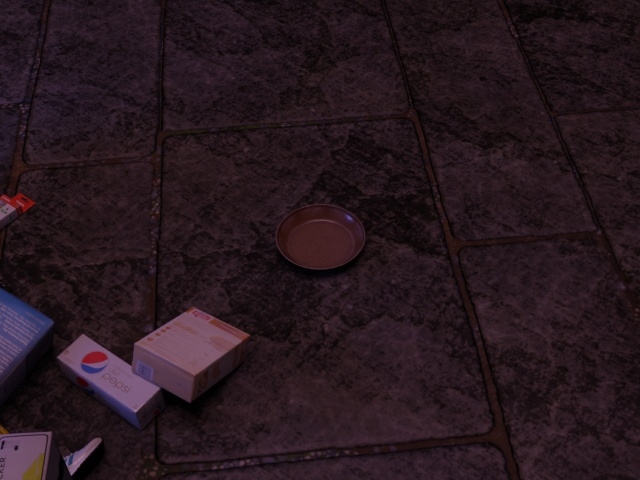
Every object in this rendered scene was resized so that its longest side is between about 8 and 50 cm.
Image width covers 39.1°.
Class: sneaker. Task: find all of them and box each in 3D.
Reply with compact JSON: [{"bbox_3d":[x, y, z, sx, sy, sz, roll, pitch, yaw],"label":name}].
[{"bbox_3d":[-0.462,0.405,1.616,0.075,0.057,0.161,29,57,18],"label":"sneaker"}]

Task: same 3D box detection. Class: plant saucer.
[{"bbox_3d":[0.000,0.000,2.001,0.199,0.036,0.198,0,47,0],"label":"plant saucer"}]

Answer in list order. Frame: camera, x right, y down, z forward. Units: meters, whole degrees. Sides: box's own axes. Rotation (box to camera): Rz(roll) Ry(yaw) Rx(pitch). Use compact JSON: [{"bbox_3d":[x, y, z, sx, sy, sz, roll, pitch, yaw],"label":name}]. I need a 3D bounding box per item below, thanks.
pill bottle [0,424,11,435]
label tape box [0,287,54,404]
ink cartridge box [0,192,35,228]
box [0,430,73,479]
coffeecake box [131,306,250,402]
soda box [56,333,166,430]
[{"bbox_3d":[-0.583,0.374,1.656,0.083,0.043,0.043,30,54,26],"label":"pill bottle"},{"bbox_3d":[-0.712,0.233,1.700,0.249,0.115,0.347,32,55,3],"label":"label tape box"},{"bbox_3d":[-0.726,-0.075,2.086,0.063,0.029,0.115,29,54,26],"label":"ink cartridge box"},{"bbox_3d":[-0.443,0.448,1.418,0.087,0.289,0.169,-3,46,-2],"label":"box"},{"bbox_3d":[-0.248,0.216,1.738,0.142,0.068,0.185,23,29,21],"label":"coffeecake box"},{"bbox_3d":[-0.403,0.271,1.733,0.216,0.069,0.074,27,53,25],"label":"soda box"}]
